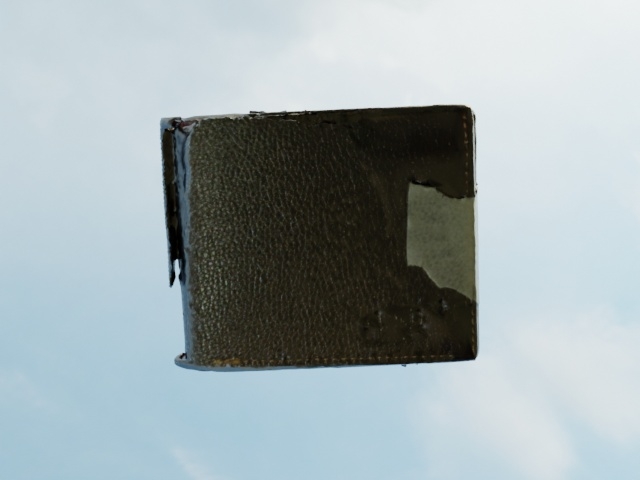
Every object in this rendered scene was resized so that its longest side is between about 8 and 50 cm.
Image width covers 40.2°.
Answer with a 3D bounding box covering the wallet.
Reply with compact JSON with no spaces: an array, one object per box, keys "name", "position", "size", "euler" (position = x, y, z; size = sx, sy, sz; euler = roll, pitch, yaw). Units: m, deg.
[{"name":"wallet","position":[0.000,0.000,0.726],"size":[0.262,0.071,0.220],"euler":[-1,-84,4]}]
